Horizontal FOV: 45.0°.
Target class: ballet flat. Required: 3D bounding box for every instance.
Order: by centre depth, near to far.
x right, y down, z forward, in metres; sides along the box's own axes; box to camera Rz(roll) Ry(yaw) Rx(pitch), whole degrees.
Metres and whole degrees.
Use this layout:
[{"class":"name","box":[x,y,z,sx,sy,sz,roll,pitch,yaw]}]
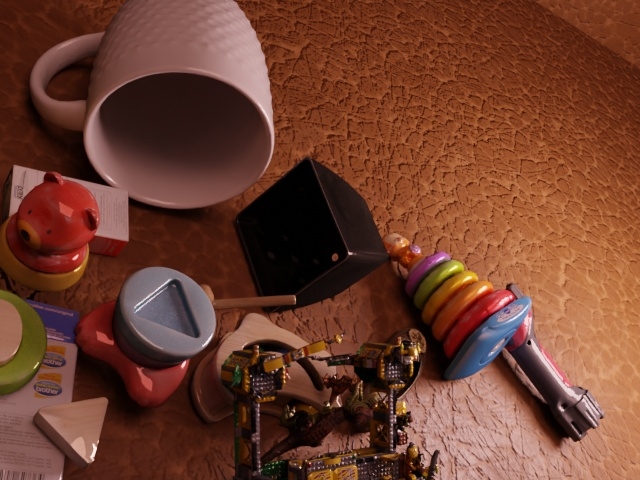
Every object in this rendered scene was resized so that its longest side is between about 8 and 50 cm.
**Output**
[{"class":"ballet flat","box":[0.125,0.222,1.282,0.084,0.058,0.250,46,42,0]}]

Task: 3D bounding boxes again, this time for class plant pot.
[{"class":"plant pot","box":[0.000,0.000,1.281,0.167,0.187,0.188,9,52,-50]}]

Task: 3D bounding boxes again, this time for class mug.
[{"class":"mug","box":[-0.268,-0.257,1.225,0.373,0.276,0.328,-4,49,-5]}]

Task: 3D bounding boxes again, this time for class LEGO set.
[{"class":"LEGO set","box":[0.039,0.245,1.000,0.331,0.192,0.255,11,82,-34]}]

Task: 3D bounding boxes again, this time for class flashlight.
[{"class":"flashlight","box":[0.427,0.229,1.493,0.304,0.103,0.103,52,6,5]}]

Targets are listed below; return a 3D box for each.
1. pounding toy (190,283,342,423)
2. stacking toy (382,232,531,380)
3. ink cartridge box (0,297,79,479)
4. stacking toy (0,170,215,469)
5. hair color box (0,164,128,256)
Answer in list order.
[{"class":"pounding toy","box":[-0.076,0.176,1.083,0.269,0.155,0.154,31,42,-19]},{"class":"stacking toy","box":[0.220,0.087,1.422,0.175,0.166,0.302,-24,60,-37]},{"class":"ink cartridge box","box":[-0.387,0.205,0.886,0.185,0.065,0.311,17,51,-28]},{"class":"stacking toy","box":[-0.285,0.083,0.925,0.309,0.130,0.280,39,38,-7]},{"class":"hair color box","box":[-0.363,-0.040,1.105,0.167,0.053,0.093,14,52,-32]}]
